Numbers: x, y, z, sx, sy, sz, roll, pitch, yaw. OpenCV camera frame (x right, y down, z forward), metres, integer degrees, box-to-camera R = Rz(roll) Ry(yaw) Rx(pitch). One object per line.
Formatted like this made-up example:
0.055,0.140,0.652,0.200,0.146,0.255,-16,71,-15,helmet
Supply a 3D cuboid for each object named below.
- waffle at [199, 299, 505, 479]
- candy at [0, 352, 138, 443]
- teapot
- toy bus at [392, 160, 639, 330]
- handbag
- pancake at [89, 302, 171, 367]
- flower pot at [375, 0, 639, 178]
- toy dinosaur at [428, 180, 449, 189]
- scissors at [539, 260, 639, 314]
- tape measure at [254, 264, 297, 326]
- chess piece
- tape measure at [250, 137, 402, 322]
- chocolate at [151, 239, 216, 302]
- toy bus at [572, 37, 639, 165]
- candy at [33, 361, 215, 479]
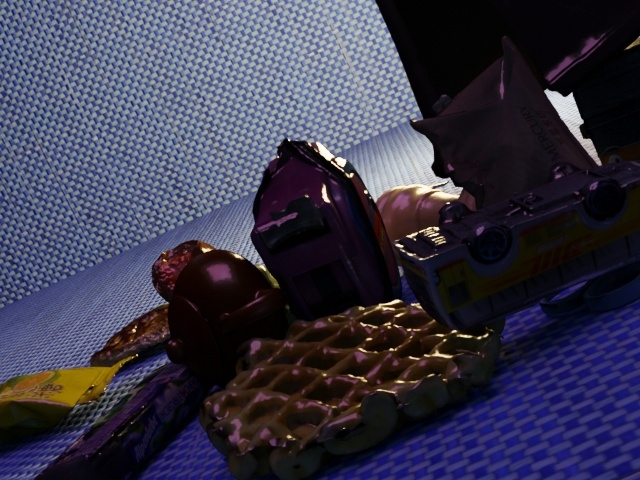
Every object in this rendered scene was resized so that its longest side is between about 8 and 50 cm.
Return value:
0.033,0.135,1.175,0.317,0.073,0.297,-18,15,1,waffle
-0.424,0.240,1.755,0.297,0.081,0.187,-23,11,15,candy
-0.112,0.102,1.374,0.135,0.178,0.252,-31,0,-26,teapot
0.208,0.000,1.139,0.268,0.106,0.092,-20,19,-13,toy bus
0.220,-0.083,1.358,0.182,0.270,0.117,-40,-24,20,handbag
-0.222,0.141,1.943,0.244,0.057,0.266,-4,26,43,pancake
0.238,-0.290,1.562,0.379,0.251,0.379,-39,1,1,flower pot
0.092,-0.028,1.824,0.242,0.053,0.167,-39,11,-31,toy dinosaur
0.331,0.005,1.231,0.256,0.030,0.125,-35,14,-36,scissors
-0.101,0.096,1.564,0.154,0.087,0.177,-29,-25,12,tape measure
0.227,-0.037,1.527,0.117,0.117,0.397,-31,13,-34,chess piece
0.000,0.000,1.473,0.149,0.245,0.231,-23,25,10,tape measure
-0.225,0.062,2.127,0.127,0.124,0.133,-12,20,-35,chocolate
0.432,-0.181,1.589,0.138,0.167,0.275,-21,11,24,toy bus
-0.217,0.218,1.394,0.088,0.061,0.312,-22,9,25,candy
